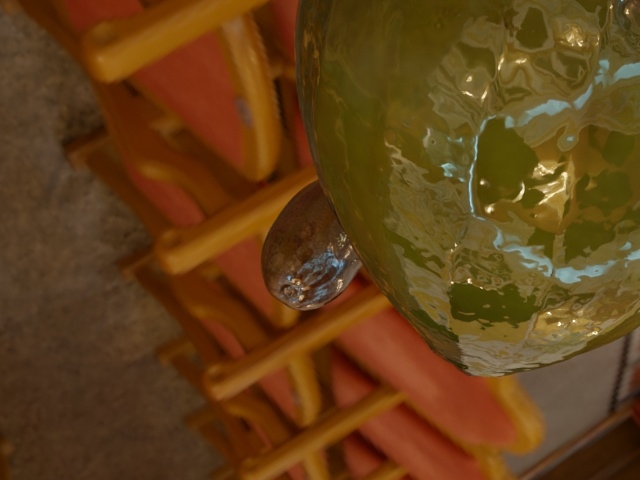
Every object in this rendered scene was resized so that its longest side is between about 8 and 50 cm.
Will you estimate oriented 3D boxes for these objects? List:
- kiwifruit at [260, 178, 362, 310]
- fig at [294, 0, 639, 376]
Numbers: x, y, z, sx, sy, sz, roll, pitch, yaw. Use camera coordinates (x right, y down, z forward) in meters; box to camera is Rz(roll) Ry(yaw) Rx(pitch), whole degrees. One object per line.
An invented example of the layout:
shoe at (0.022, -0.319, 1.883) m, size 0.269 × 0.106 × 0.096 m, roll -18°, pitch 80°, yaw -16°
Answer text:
kiwifruit at (0.000, 0.000, 1.037) m, size 0.124 × 0.075 × 0.075 m, roll -53°, pitch 169°, yaw -40°
fig at (0.096, -0.056, 0.657) m, size 0.239 × 0.239 × 0.271 m, roll -11°, pitch 124°, yaw -41°
